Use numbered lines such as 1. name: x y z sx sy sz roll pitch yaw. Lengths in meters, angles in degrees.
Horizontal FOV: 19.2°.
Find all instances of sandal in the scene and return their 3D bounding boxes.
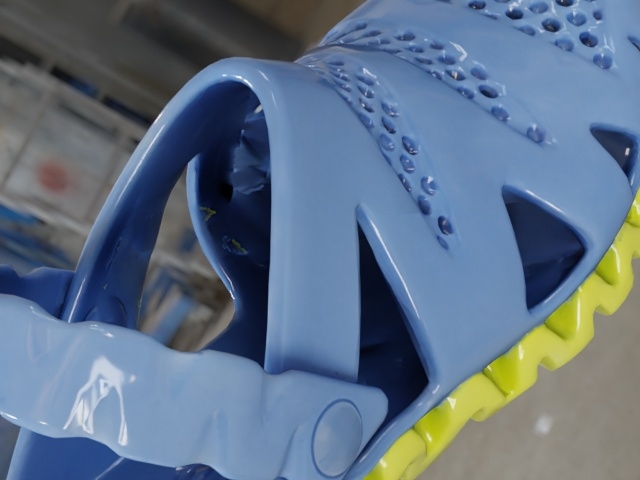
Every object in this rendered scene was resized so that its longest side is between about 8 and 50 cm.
1. sandal: 0.000 0.000 0.540 0.126 0.138 0.317 12 50 32
